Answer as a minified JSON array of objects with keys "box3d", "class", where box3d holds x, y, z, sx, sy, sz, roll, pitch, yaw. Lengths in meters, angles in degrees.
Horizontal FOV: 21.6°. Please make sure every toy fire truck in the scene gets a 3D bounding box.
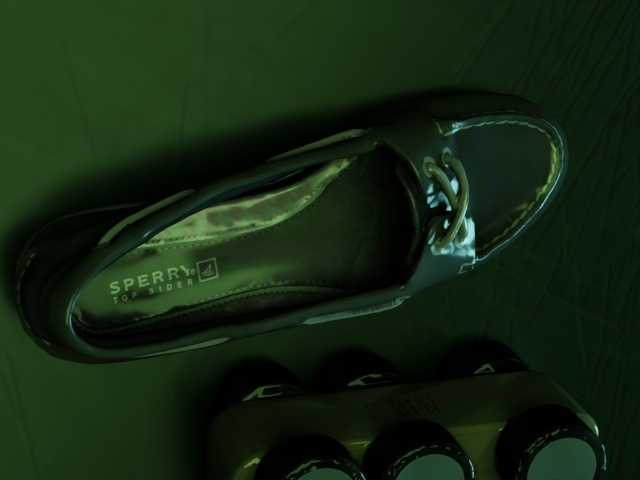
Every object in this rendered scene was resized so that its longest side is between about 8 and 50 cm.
[{"box3d":[0.049,0.206,0.960,0.217,0.158,0.246,-5,113,-19],"class":"toy fire truck"}]

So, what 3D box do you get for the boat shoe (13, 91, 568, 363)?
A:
[{"box3d":[0.000,0.000,0.920,0.335,0.095,0.112,-16,105,-16],"class":"boat shoe"}]
